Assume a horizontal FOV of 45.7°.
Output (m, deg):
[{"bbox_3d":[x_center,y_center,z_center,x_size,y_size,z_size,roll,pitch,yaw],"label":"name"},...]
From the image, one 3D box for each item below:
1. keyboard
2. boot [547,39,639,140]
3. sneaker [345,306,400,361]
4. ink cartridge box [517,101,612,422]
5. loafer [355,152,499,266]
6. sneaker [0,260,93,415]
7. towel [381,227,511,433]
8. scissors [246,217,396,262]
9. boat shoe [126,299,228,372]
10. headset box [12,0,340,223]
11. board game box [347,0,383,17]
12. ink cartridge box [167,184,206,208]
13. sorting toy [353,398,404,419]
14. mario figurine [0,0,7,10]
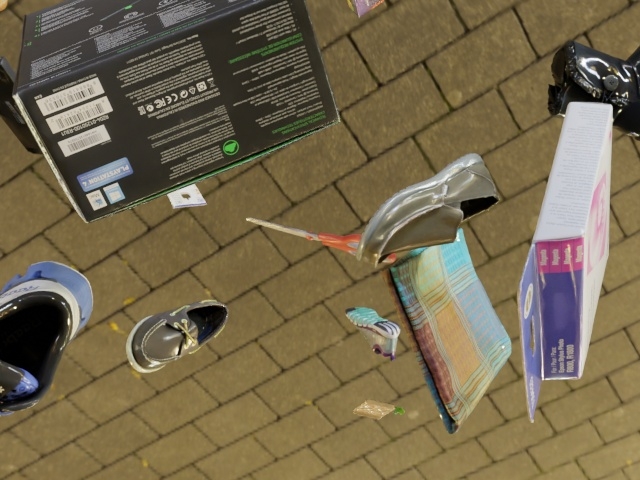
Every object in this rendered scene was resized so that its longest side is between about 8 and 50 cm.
[{"bbox_3d":[-0.419,-0.189,1.088,0.108,0.023,0.180,6,145,24],"label":"keyboard"},{"bbox_3d":[0.505,-0.302,1.279,0.207,0.094,0.247,16,96,-10],"label":"boot"},{"bbox_3d":[0.129,0.245,2.014,0.083,0.223,0.098,-4,103,-25],"label":"sneaker"},{"bbox_3d":[0.346,0.039,1.047,0.071,0.330,0.324,7,143,24],"label":"ink cartridge box"},{"bbox_3d":[0.158,-0.034,1.069,0.251,0.087,0.094,-34,160,-21],"label":"loafer"},{"bbox_3d":[-0.378,0.150,0.809,0.315,0.182,0.127,-46,103,-9],"label":"sneaker"},{"bbox_3d":[0.223,0.126,1.261,0.040,0.370,0.272,-23,90,26],"label":"towel"},{"bbox_3d":[0.000,0.000,1.448,0.297,0.021,0.109,9,165,30],"label":"scissors"},{"bbox_3d":[-0.224,0.144,1.213,0.068,0.227,0.081,-19,95,22],"label":"boat shoe"},{"bbox_3d":[-0.149,-0.174,0.740,0.246,0.283,0.131,-23,124,-7],"label":"headset box"},{"bbox_3d":[0.117,-0.592,1.672,0.141,0.048,0.170,-36,157,-1],"label":"board game box"},{"bbox_3d":[-0.379,-0.173,1.853,0.045,0.223,0.224,-27,88,12],"label":"ink cartridge box"},{"bbox_3d":[0.109,0.308,1.385,0.083,0.012,0.062,16,143,-15],"label":"sorting toy"},{"bbox_3d":[-0.667,-0.334,1.388,0.198,0.170,0.320,25,138,-19],"label":"mario figurine"}]
